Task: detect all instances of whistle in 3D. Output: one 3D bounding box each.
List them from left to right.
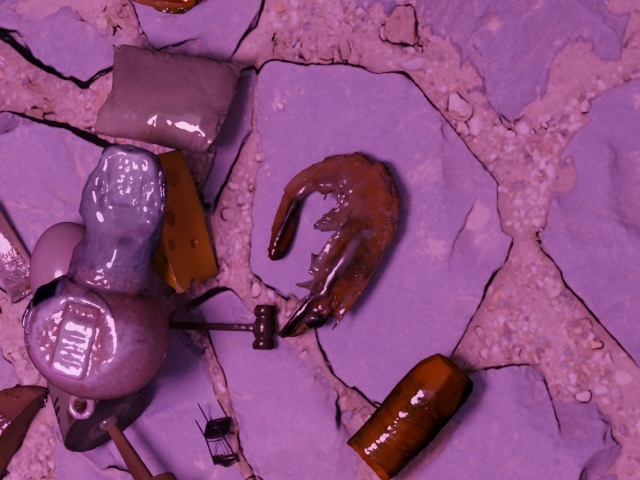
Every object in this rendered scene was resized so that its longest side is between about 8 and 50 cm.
[{"bbox_3d":[-0.259,0.052,1.674,0.189,0.189,0.347,15,96,18],"label":"whistle"}]

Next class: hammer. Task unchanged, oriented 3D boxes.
[{"bbox_3d":[-0.196,0.109,1.784,0.292,0.029,0.058,1,86,20],"label":"hammer"}]

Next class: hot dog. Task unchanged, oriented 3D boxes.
[{"bbox_3d":[-0.210,-0.333,1.801,0.133,0.041,0.056,17,93,25],"label":"hot dog"}]

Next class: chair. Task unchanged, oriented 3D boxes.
[{"bbox_3d":[-0.133,0.249,1.753,0.037,0.042,0.086,-11,120,18],"label":"chair"}]

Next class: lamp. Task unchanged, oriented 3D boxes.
[{"bbox_3d":[-0.270,0.249,1.746,0.121,0.121,0.214,-42,65,12],"label":"lamp"}]

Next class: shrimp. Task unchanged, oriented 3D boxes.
[{"bbox_3d":[0.000,0.000,1.711,0.173,0.058,0.253,39,96,24],"label":"shrimp"}]

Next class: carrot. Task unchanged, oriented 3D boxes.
[{"bbox_3d":[0.109,0.216,1.650,0.082,0.082,0.173,42,97,15],"label":"carrot"}]

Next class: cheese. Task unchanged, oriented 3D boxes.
[{"bbox_3d":[-0.204,-0.013,1.748,0.126,0.093,0.171,-35,86,31],"label":"cheese"}]

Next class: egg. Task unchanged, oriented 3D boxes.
[{"bbox_3d":[-0.333,0.042,1.787,0.103,0.103,0.135,-2,89,18],"label":"egg"}]

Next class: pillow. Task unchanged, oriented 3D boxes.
[{"bbox_3d":[-0.194,-0.183,1.755,0.182,0.078,0.134,9,65,14],"label":"pillow"}]

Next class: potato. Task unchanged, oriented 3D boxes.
[{"bbox_3d":[-0.457,0.253,1.826,0.101,0.089,0.172,36,100,18],"label":"potato"}]

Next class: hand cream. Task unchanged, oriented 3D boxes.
[{"bbox_3d":[-0.431,0.011,1.861,0.061,0.039,0.143,-29,89,8],"label":"hand cream"}]
